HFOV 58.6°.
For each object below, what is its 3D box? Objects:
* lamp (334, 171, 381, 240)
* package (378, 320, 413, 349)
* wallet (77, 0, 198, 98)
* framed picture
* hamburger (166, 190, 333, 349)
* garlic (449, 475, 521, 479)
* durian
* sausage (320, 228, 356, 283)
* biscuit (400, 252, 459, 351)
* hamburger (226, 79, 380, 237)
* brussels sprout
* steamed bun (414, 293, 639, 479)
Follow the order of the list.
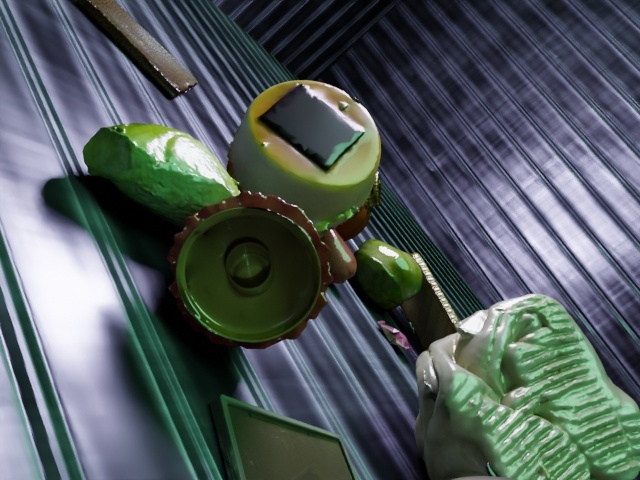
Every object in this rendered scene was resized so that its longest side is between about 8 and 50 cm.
[{"bbox_3d":[0.033,-0.106,1.242,0.223,0.196,0.223,-3,90,-76],"label":"lamp"},{"bbox_3d":[0.150,0.192,1.148,0.083,0.029,0.059,45,8,22],"label":"package"},{"bbox_3d":[-0.357,-0.384,1.127,0.243,0.039,0.133,46,21,-14],"label":"wallet"},{"bbox_3d":[-0.016,0.237,0.552,0.203,0.015,0.150,36,19,-44],"label":"framed picture"},{"bbox_3d":[-0.073,0.032,0.632,0.175,0.175,0.137,48,0,-3],"label":"hamburger"},{"bbox_3d":[0.144,0.346,0.512,0.340,0.231,0.246,30,62,-9],"label":"garlic"},{"bbox_3d":[-0.171,-0.065,0.704,0.250,0.101,0.139,34,19,-48],"label":"durian"},{"bbox_3d":[0.000,0.000,1.109,0.194,0.077,0.077,54,15,15],"label":"sausage"},{"bbox_3d":[0.242,0.162,1.282,0.254,0.029,0.172,-113,-159,-49],"label":"biscuit"},{"bbox_3d":[-0.030,-0.148,1.044,0.276,0.294,0.179,37,-31,4],"label":"hamburger"},{"bbox_3d":[0.148,0.080,1.248,0.183,0.131,0.145,36,-4,-43],"label":"brussels sprout"},{"bbox_3d":[0.268,0.287,0.834,0.347,0.237,0.394,19,56,-10],"label":"steamed bun"}]
